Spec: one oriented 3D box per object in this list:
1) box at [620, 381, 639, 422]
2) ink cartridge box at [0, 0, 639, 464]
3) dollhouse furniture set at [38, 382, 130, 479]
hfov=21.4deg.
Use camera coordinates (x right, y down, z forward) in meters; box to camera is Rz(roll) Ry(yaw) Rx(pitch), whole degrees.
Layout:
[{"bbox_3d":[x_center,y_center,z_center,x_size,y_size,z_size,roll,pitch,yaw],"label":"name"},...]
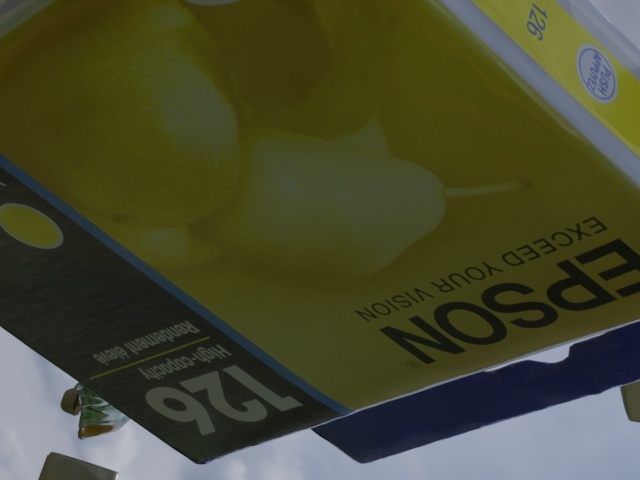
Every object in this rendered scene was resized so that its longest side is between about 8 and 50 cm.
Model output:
[{"bbox_3d":[0.305,0.024,1.286,0.119,0.181,0.182,7,-51,32],"label":"box"},{"bbox_3d":[0.000,0.000,0.634,0.307,0.072,0.304,40,-40,-24],"label":"ink cartridge box"},{"bbox_3d":[-0.082,0.116,1.030,0.197,0.151,0.301,137,-29,-74],"label":"dollhouse furniture set"}]
